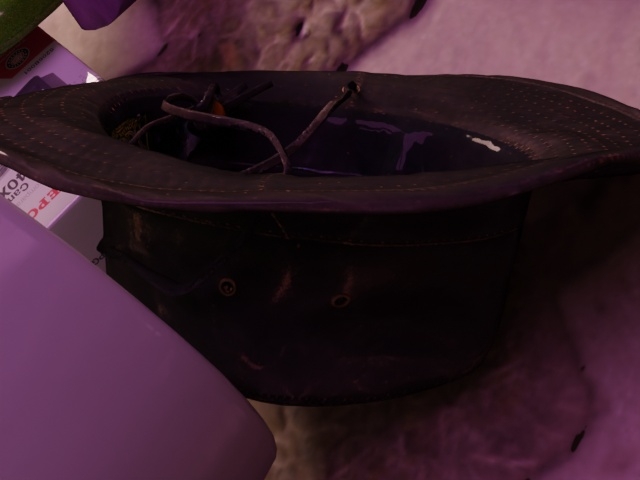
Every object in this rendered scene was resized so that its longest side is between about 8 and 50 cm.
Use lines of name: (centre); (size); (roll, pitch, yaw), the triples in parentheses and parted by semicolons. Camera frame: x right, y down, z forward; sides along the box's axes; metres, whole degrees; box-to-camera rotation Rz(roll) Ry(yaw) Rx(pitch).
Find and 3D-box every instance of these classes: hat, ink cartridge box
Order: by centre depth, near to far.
hat: (0.000, 0.000, 0.569); (0.331, 0.331, 0.134); (9, 105, 29)
ink cartridge box: (-0.158, -0.048, 0.733); (0.109, 0.063, 0.150); (-46, 52, -8)

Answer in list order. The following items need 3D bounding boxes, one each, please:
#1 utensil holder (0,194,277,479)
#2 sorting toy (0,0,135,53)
utensil holder: (-0.244, 0.161, 0.491); (0.328, 0.327, 0.385); (23, 69, 34)
sorting toy: (-0.248, -0.170, 0.752); (0.366, 0.126, 0.127); (-5, 39, 41)
